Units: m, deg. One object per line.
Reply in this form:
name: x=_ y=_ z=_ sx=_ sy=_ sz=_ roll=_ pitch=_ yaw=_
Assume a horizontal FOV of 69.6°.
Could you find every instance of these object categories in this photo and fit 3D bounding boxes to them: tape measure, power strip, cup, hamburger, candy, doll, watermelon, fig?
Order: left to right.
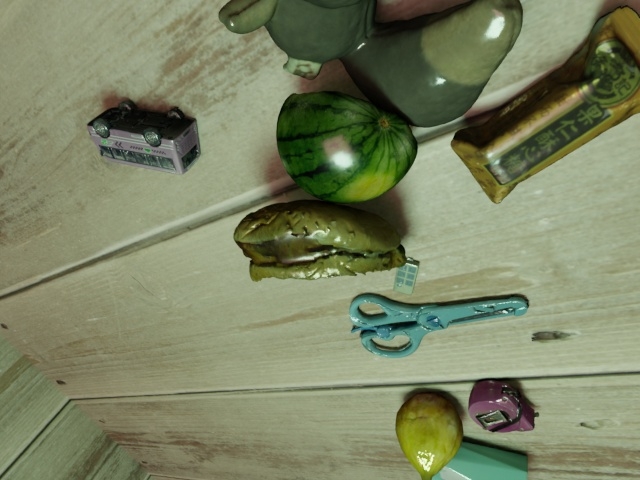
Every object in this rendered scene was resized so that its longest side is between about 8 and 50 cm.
hamburger: x=-0.001 y=0.000 z=0.794 sx=0.265 sy=0.285 sz=0.134 roll=-10 pitch=86 yaw=31
watermelon: x=0.022 y=-0.121 z=0.680 sx=0.204 sy=0.127 sz=0.232 roll=31 pitch=164 yaw=-36
doll: x=0.074 y=-0.322 z=0.505 sx=0.378 sy=0.252 sz=0.382 roll=18 pitch=172 yaw=-14
power strip: x=0.169 y=0.072 z=0.913 sx=0.040 sy=0.016 sz=0.090 roll=15 pitch=131 yaw=15
fig: x=0.248 y=0.484 z=1.046 sx=0.159 sy=0.257 sz=0.159 roll=5 pitch=136 yaw=5
cup: x=0.370 y=0.563 z=1.126 sx=0.235 sy=0.134 sz=0.148 roll=12 pitch=127 yaw=19
tape measure: x=0.385 y=0.360 z=0.994 sx=0.118 sy=0.074 sz=0.125 roll=47 pitch=130 yaw=-12
candy: x=0.307 y=-0.165 z=0.603 sx=0.143 sy=0.101 sz=0.271 roll=43 pitch=127 yaw=-18

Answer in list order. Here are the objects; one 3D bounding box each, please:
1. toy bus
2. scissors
toy bus: x=-0.342 y=-0.199 z=0.904 sx=0.199 sy=0.096 sz=0.108 roll=12 pitch=134 yaw=14
scissors: x=0.225 y=0.167 z=0.949 sx=0.393 sy=0.032 sz=0.180 roll=-16 pitch=118 yaw=35
